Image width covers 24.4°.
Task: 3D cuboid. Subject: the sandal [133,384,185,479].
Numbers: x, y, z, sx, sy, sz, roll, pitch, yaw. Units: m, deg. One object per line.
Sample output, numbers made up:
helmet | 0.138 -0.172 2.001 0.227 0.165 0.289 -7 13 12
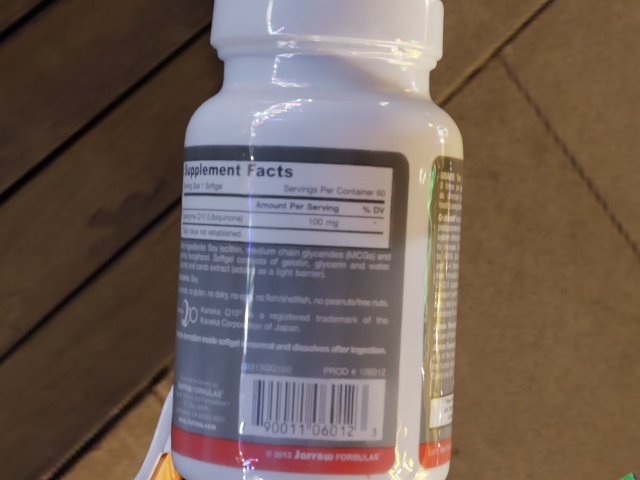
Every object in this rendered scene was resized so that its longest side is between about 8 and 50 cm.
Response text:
sandal | -0.110 0.203 1.290 0.076 0.102 0.265 13 54 13

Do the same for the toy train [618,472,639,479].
toy train | 0.214 0.181 0.946 0.024 0.017 0.083 -36 110 15

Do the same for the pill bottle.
pill bottle | 0.000 0.000 1.099 0.210 0.210 0.362 3 90 -31
